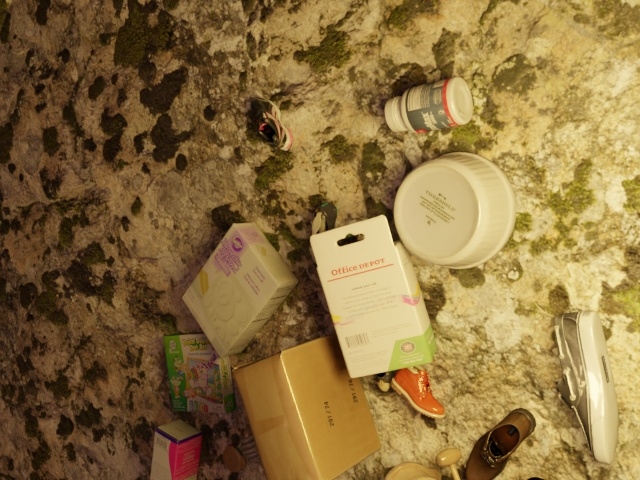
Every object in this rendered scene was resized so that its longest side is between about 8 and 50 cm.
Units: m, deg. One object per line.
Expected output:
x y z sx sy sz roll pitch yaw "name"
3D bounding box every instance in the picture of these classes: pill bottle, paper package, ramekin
0.243 -0.301 1.526 0.180 0.108 0.108 -6 90 39 "pill bottle"
-0.025 0.422 1.665 0.168 0.309 0.324 -26 79 32 "paper package"
0.286 -0.065 1.501 0.273 0.127 0.272 4 96 38 "ramekin"

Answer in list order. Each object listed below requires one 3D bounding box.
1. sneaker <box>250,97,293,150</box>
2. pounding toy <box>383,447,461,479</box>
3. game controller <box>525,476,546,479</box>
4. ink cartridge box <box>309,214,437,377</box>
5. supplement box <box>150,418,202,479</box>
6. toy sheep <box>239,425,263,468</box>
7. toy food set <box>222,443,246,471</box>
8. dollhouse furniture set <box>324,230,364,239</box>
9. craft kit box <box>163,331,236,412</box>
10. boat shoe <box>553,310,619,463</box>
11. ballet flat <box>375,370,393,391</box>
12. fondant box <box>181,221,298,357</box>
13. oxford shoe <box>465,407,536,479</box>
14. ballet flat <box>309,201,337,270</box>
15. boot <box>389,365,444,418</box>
-0.145 -0.326 1.843 0.072 0.077 0.178 -50 64 28 "sneaker"
0.243 0.613 1.542 0.155 0.154 0.269 -152 67 -63 "pounding toy"
0.537 0.649 1.405 0.319 0.067 0.166 36 114 29 "game controller"
0.126 0.125 1.584 0.207 0.119 0.353 -15 94 20 "ink cartridge box"
-0.466 0.708 2.153 0.111 0.114 0.220 17 102 35 "supplement box"
-0.188 0.601 1.950 0.091 0.091 0.132 -27 82 36 "toy sheep"
-0.268 0.668 2.055 0.083 0.020 0.082 -43 68 32 "toy food set"
0.087 0.008 1.693 0.152 0.076 0.058 9 101 36 "dollhouse furniture set"
-0.381 0.412 2.102 0.250 0.061 0.246 -10 85 37 "craft kit box"
0.529 0.295 1.357 0.102 0.108 0.301 -12 84 38 "boat shoe"
0.148 0.295 1.685 0.057 0.049 0.173 -7 90 39 "ballet flat"
-0.241 0.143 1.945 0.238 0.096 0.330 52 120 23 "fondant box"
0.381 0.469 1.492 0.083 0.096 0.227 39 118 27 "oxford shoe"
0.000 0.000 1.763 0.074 0.074 0.203 13 102 36 "ballet flat"
0.245 0.359 1.613 0.158 0.059 0.084 38 111 30 "boot"
